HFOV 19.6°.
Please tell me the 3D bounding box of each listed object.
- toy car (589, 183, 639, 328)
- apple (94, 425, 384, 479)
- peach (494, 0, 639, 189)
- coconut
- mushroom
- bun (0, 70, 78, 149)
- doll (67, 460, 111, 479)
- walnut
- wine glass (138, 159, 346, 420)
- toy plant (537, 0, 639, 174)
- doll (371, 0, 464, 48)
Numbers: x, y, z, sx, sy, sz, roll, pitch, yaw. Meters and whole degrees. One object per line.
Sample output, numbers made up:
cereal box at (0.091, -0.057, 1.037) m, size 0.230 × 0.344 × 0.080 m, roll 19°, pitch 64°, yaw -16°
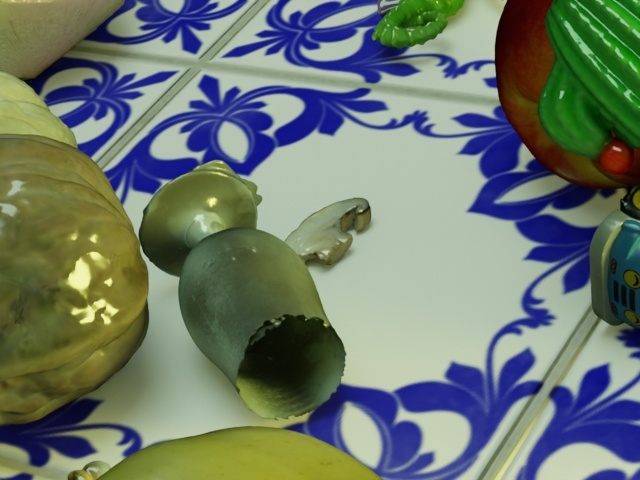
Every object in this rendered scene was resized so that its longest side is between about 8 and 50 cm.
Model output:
toy car at (0.280, -0.002, 1.276) m, size 0.191 × 0.097 × 0.100 m, roll -31°, pitch 46°, yaw -22°
apple at (-0.041, 0.225, 0.957) m, size 0.262 × 0.262 × 0.262 m, roll -10°, pitch 36°, yaw 7°
peach at (0.249, -0.152, 1.391) m, size 0.243 × 0.199 × 0.243 m, roll -20°, pitch 40°, yaw 18°
coconut at (-0.305, -0.271, 1.748) m, size 0.233 × 0.245 × 0.233 m, roll -8°, pitch -6°, yaw -1°
mushroom at (0.000, 0.000, 1.441) m, size 0.101 × 0.019 × 0.049 m, roll -38°, pitch 40°, yaw -25°
bun at (-0.319, -0.055, 1.506) m, size 0.229 × 0.145 × 0.229 m, roll -30°, pitch 14°, yaw 8°
doll at (-0.187, 0.241, 1.118) m, size 0.316 × 0.145 × 0.103 m, roll -30°, pitch 4°, yaw -29°
walnut at (-0.234, 0.030, 1.322) m, size 0.224 × 0.224 × 0.224 m, roll -10°, pitch 36°, yaw 7°
wine glass at (-0.055, 0.036, 1.345) m, size 0.103 × 0.103 × 0.222 m, roll -22°, pitch 36°, yaw -10°
toy plant at (0.257, -0.103, 1.225) m, size 0.240 × 0.155 × 0.088 m, roll 20°, pitch 4°, yaw 24°
doll at (0.115, -0.227, 1.684) m, size 0.115 × 0.050 × 0.190 m, roll 15°, pitch 46°, yaw 45°
